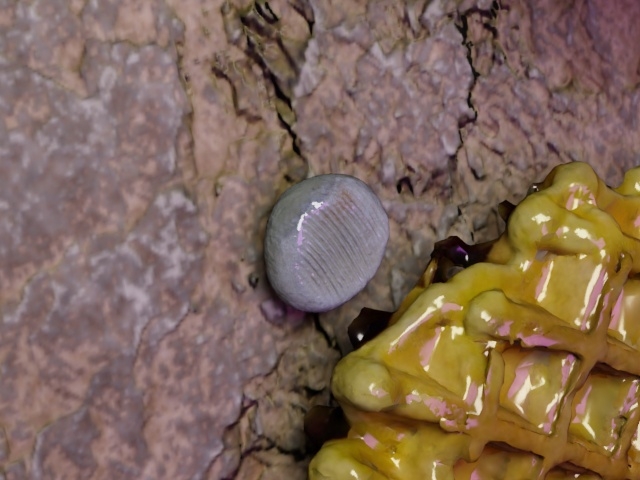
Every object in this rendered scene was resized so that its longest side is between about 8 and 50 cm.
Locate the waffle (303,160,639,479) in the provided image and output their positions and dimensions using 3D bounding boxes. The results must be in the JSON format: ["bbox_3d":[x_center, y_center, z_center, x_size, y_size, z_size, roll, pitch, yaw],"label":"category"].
[{"bbox_3d":[0.158,0.150,1.098,0.379,0.095,0.382,-35,123,-26],"label":"waffle"}]

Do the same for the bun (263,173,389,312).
[{"bbox_3d":[0.000,0.000,0.999,0.083,0.045,0.083,-8,103,-34],"label":"bun"}]
